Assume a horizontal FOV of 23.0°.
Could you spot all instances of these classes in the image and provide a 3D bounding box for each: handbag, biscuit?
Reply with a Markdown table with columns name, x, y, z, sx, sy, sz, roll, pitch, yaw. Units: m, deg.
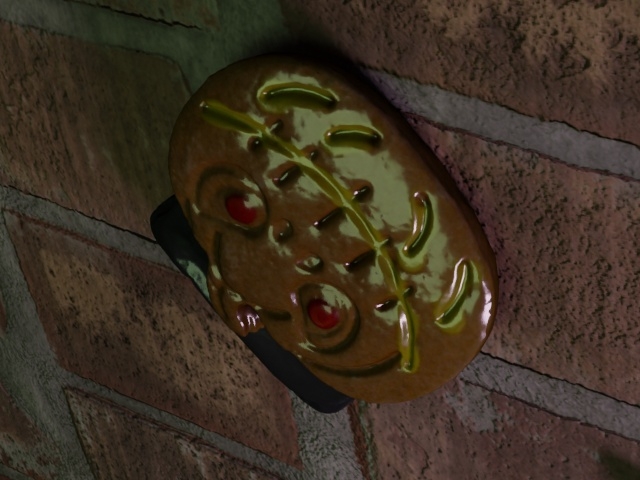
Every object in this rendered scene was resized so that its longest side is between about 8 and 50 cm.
| name | x | y | z | sx | sy | sz | roll | pitch | yaw |
| --- | --- | --- | --- | --- | --- | --- | --- | --- | --- |
| handbag | -0.058 | 0.045 | 1.774 | 0.332 | 0.075 | 0.191 | 48 | 143 | 0 |
| biscuit | -0.004 | 0.005 | 1.617 | 0.394 | 0.070 | 0.350 | 47 | 130 | -2 |
